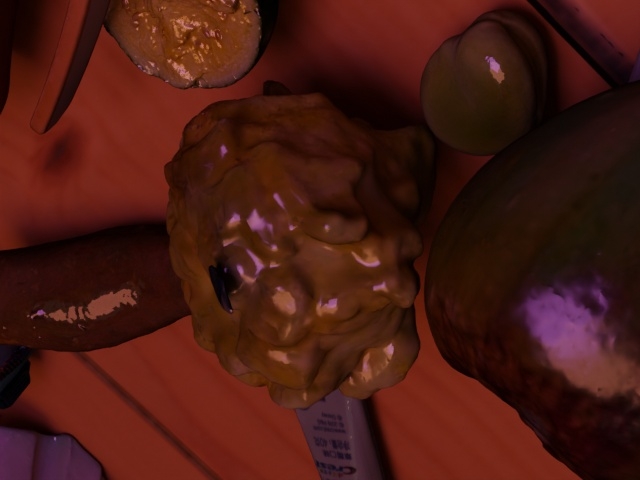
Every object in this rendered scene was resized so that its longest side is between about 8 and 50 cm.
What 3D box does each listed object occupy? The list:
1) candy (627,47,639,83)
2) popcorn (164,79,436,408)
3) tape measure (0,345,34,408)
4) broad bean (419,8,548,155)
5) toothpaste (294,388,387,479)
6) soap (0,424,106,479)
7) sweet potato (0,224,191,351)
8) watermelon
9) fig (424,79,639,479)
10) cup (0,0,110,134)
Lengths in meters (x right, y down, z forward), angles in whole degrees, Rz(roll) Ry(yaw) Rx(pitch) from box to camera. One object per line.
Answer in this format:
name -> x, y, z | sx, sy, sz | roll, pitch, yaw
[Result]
candy -> 0.154, -0.180, 0.481 | 0.124, 0.124, 0.365 | 24, 144, 14
popcorn -> -0.011, 0.002, 0.675 | 0.142, 0.173, 0.173 | 7, 142, -22
tape measure -> -0.273, 0.062, 0.958 | 0.146, 0.081, 0.125 | 8, 133, 27
broad bean -> 0.079, -0.072, 0.646 | 0.063, 0.045, 0.083 | 34, 145, 5
toothpaste -> 0.023, 0.159, 0.885 | 0.062, 0.037, 0.216 | 0, 122, 33
soap -> -0.234, 0.321, 1.010 | 0.208, 0.347, 0.115 | 12, 156, -28
sweet potato -> -0.119, 0.030, 0.835 | 0.244, 0.077, 0.077 | -5, 123, 24
watermelon -> -0.061, -0.130, 0.671 | 0.105, 0.062, 0.105 | 24, 137, 25
fig -> 0.138, 0.017, 0.596 | 0.181, 0.181, 0.191 | 34, 118, 3
cup -> -0.201, -0.152, 0.671 | 0.226, 0.182, 0.264 | 30, 143, 9
